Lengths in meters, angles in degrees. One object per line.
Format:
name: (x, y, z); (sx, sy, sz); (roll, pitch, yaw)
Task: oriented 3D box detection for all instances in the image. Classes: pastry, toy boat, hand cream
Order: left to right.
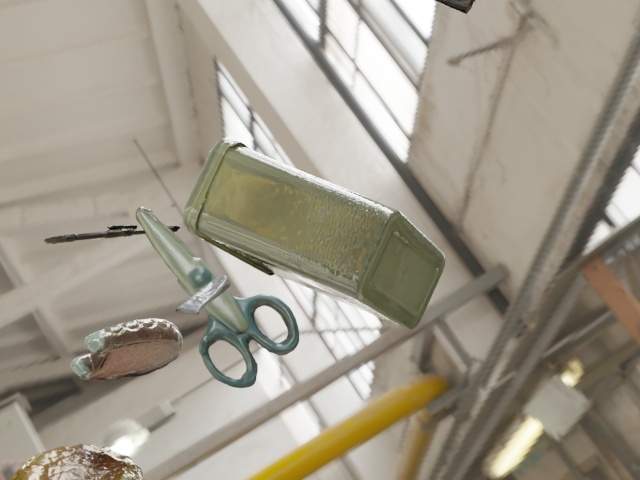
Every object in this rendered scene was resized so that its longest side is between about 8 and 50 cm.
pastry: (-0.448, 0.480, 2.021); (0.236, 0.257, 0.120); (-15, -59, -42)
toy boat: (-0.383, 0.205, 2.155); (0.228, 0.085, 0.155); (-4, -38, -38)
hand cream: (-0.138, 0.065, 1.313); (0.093, 0.030, 0.019); (-39, -47, -56)

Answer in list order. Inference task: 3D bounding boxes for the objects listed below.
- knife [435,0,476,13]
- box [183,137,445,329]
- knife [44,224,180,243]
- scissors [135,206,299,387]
knife: (0.103, -0.367, 1.462); (0.060, 0.231, 0.028); (96, -162, -66)
box: (0.000, 0.000, 1.858); (0.177, 0.344, 0.352); (-64, -25, -5)
knife: (-0.340, -0.013, 1.761); (0.222, 0.021, 0.045); (-6, -3, -4)
scissors: (-0.156, 0.063, 1.459); (0.138, 0.289, 0.041); (-40, -11, -12)
